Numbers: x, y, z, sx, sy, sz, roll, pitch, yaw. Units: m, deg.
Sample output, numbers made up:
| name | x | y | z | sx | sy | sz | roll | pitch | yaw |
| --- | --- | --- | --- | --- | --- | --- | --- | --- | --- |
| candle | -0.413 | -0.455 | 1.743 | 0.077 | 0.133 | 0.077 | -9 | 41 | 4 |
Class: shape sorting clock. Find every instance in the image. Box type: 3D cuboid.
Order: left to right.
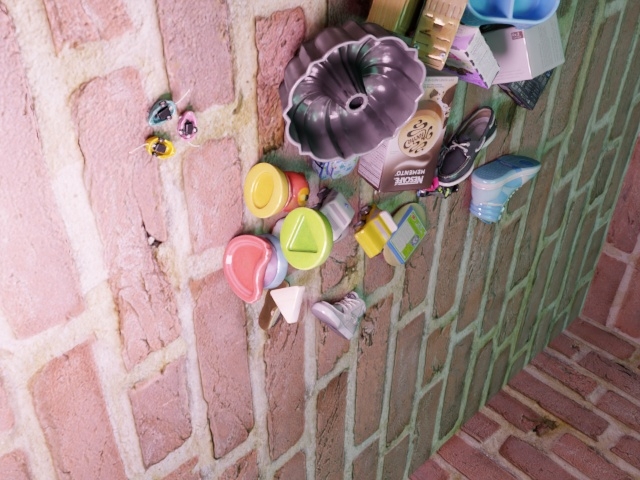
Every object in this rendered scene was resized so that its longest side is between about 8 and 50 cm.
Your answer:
| name | x | y | z | sx | sy | sz | roll | pitch | yaw |
| --- | --- | --- | --- | --- | --- | --- | --- | --- | --- |
| shape sorting clock | 0.257 | -0.019 | 2.102 | 0.206 | 0.040 | 0.206 | -26 | 131 | -35 |

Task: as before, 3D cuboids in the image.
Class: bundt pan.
| name | x | y | z | sx | sy | sz | roll | pitch | yaw |
| --- | --- | --- | --- | --- | --- | --- | --- | --- | --- |
| bundt pan | 0.054 | -0.331 | 1.478 | 0.331 | 0.124 | 0.330 | -18 | 144 | -14 |

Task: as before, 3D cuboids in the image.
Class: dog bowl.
| name | x | y | z | sx | sy | sz | roll | pitch | yaw |
| --- | --- | --- | --- | --- | --- | --- | --- | --- | --- |
| dog bowl | 0.479 | -0.631 | 1.753 | 0.298 | 0.074 | 0.165 | 0 | 107 | -14 |

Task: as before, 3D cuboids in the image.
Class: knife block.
| name | x | y | z | sx | sy | sz | roll | pitch | yaw |
| --- | --- | --- | --- | --- | --- | --- | --- | --- | --- |
| knife block | 0.289 | -0.551 | 1.613 | 0.242 | 0.088 | 0.275 | -66 | 175 | -73 |

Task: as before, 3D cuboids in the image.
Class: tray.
| name | x | y | z | sx | sy | sz | roll | pitch | yaw |
| --- | --- | --- | --- | --- | --- | --- | --- | --- | --- |
| tray | 0.221 | -0.657 | 1.482 | 0.410 | 0.076 | 0.203 | -70 | 168 | 18 |

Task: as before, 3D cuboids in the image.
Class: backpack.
| name | x | y | z | sx | sy | sz | roll | pitch | yaw |
| --- | --- | --- | --- | --- | --- | --- | --- | --- | --- |
| backpack | 0.034 | -0.196 | 1.641 | 0.105 | 0.084 | 0.114 | -27 | 160 | -29 |

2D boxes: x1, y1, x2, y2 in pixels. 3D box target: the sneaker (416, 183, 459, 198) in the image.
| name | x | y | z | sx | sy | sz | roll | pitch | yaw |
| --- | --- | --- | --- | --- | --- | --- | --- | --- | --- |
| sneaker | 0.360 | -0.164 | 2.087 | 0.188 | 0.078 | 0.067 | -12 | 124 | -46 |

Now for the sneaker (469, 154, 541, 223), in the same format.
| name | x | y | z | sx | sy | sz | roll | pitch | yaw |
| --- | --- | --- | --- | --- | --- | --- | --- | --- | --- |
| sneaker | 0.630 | -0.172 | 2.378 | 0.319 | 0.127 | 0.208 | -18 | 128 | -31 |

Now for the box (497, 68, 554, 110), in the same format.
| name | x | y | z | sx | sy | sz | roll | pitch | yaw |
| --- | --- | --- | --- | --- | --- | --- | --- | --- | --- |
| box | 0.661 | -0.542 | 2.189 | 0.233 | 0.059 | 0.183 | 16 | 103 | -54 |

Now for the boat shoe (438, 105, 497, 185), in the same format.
| name | x | y | z | sx | sy | sz | roll | pitch | yaw |
| --- | --- | --- | --- | --- | --- | --- | --- | --- | --- |
| boat shoe | 0.434 | -0.289 | 2.065 | 0.302 | 0.114 | 0.091 | -54 | 148 | -28 |

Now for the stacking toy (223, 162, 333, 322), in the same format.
| name | x | y | z | sx | sy | sz | roll | pitch | yaw |
| --- | --- | --- | --- | --- | --- | --- | --- | --- | --- |
| stacking toy | -0.067 | 0.009 | 1.525 | 0.130 | 0.280 | 0.308 | -3 | 122 | -48 |

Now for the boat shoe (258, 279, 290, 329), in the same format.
| name | x | y | z | sx | sy | sz | roll | pitch | yaw |
| --- | --- | --- | --- | --- | --- | --- | --- | --- | --- |
| boat shoe | -0.115 | 0.163 | 1.778 | 0.049 | 0.056 | 0.152 | -6 | 129 | -55 |

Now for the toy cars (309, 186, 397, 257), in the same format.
| name | x | y | z | sx | sy | sz | roll | pitch | yaw |
| --- | --- | --- | --- | --- | --- | --- | --- | --- | --- |
| toy cars | 0.100 | -0.057 | 1.757 | 0.087 | 0.176 | 0.394 | -29 | 156 | 26 |

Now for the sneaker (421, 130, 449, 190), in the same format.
| name | x | y | z | sx | sy | sz | roll | pitch | yaw |
| --- | --- | --- | --- | --- | --- | --- | --- | --- | --- |
| sneaker | 0.307 | -0.282 | 1.904 | 0.121 | 0.112 | 0.299 | -24 | 132 | -40 |

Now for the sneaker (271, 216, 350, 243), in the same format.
| name | x | y | z | sx | sy | sz | roll | pitch | yaw |
| --- | --- | --- | --- | --- | --- | --- | --- | --- | --- |
| sneaker | 0.000 | 0.000 | 1.730 | 0.263 | 0.121 | 0.099 | -10 | 124 | -47 |

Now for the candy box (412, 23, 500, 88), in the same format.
| name | x | y | z | sx | sy | sz | roll | pitch | yaw |
| --- | --- | --- | --- | --- | --- | --- | --- | --- | --- |
| candy box | 0.350 | -0.484 | 1.756 | 0.196 | 0.165 | 0.070 | 29 | 90 | -55 |

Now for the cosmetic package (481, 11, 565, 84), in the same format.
| name | x | y | z | sx | sy | sz | roll | pitch | yaw |
| --- | --- | --- | --- | --- | --- | --- | --- | --- | --- |
| cosmetic package | 0.577 | -0.550 | 1.960 | 0.184 | 0.151 | 0.151 | -30 | 111 | -34 |

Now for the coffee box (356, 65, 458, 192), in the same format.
| name | x | y | z | sx | sy | sz | roll | pitch | yaw |
| --- | --- | --- | --- | --- | --- | --- | --- | --- | --- |
| coffee box | 0.211 | -0.278 | 1.693 | 0.168 | 0.119 | 0.297 | -8 | 123 | -28 |

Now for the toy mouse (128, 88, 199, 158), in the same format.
| name | x | y | z | sx | sy | sz | roll | pitch | yaw |
| --- | --- | --- | --- | --- | --- | --- | --- | --- | --- |
| toy mouse | -0.281 | -0.224 | 1.292 | 0.161 | 0.031 | 0.143 | 4 | 113 | -52 |

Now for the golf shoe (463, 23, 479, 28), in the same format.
| name | x | y | z | sx | sy | sz | roll | pitch | yaw |
| --- | --- | --- | --- | --- | --- | --- | --- | --- | --- |
| golf shoe | 0.447 | -0.636 | 1.826 | 0.077 | 0.094 | 0.198 | -5 | 121 | -51 |

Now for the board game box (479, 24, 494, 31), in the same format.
| name | x | y | z | sx | sy | sz | roll | pitch | yaw |
| --- | --- | --- | --- | --- | --- | --- | --- | --- | --- |
| board game box | 0.530 | -0.664 | 1.892 | 0.026 | 0.126 | 0.186 | 44 | 77 | -12 |

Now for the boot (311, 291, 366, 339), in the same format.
| name | x | y | z | sx | sy | sz | roll | pitch | yaw |
| --- | --- | --- | --- | --- | --- | --- | --- | --- | --- |
| boot | 0.060 | 0.197 | 1.996 | 0.123 | 0.095 | 0.258 | -58 | 154 | -11 |
